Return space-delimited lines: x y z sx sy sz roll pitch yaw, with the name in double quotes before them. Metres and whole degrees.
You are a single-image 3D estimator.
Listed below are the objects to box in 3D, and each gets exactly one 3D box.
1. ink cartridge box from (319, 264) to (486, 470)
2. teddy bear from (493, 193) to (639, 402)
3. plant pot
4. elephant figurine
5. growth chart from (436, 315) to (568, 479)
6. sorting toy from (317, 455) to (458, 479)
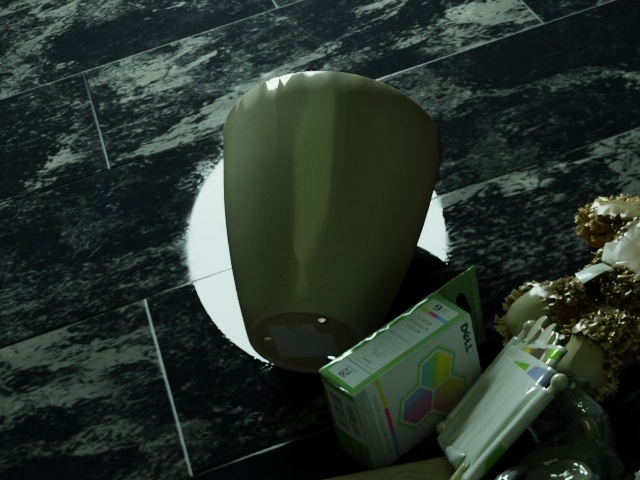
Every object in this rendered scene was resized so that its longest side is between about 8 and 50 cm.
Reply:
"ink cartridge box" 0.105 0.128 1.388 0.209 0.109 0.062 -33 38 -24
"teddy bear" 0.346 0.045 1.435 0.245 0.113 0.338 14 52 46
"plant pot" 0.000 0.000 1.525 0.257 0.256 0.274 -4 53 16
"elephant figurine" 0.221 0.235 1.171 0.186 0.169 0.239 -1 19 -39
"growth chart" 0.168 0.148 1.279 0.172 0.021 0.237 -48 5 6
"sorting toy" 0.044 0.271 1.255 0.193 0.038 0.208 -12 20 6
